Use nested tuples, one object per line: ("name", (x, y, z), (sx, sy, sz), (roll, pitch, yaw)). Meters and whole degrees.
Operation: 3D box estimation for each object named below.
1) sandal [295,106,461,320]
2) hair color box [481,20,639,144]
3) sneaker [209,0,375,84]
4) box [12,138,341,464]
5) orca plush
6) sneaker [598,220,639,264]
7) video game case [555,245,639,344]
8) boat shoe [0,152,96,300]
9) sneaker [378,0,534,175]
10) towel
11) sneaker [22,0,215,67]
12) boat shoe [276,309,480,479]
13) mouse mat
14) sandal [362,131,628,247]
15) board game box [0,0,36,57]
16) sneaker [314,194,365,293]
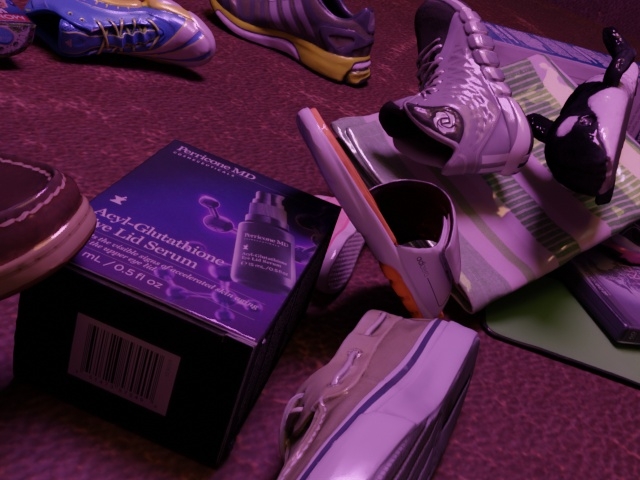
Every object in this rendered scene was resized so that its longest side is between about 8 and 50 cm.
("sandal", (0.070, -0.017, 0.619), (0.265, 0.076, 0.102), (53, 10, -47))
("hair color box", (0.333, -0.177, 1.079), (0.347, 0.174, 0.105), (10, 30, -18))
("sneaker", (-0.039, -0.357, 1.206), (0.300, 0.121, 0.111), (27, 30, 13))
("box", (-0.091, 0.030, 0.553), (0.153, 0.108, 0.207), (22, 30, 5))
("orca plush", (0.259, -0.138, 0.784), (0.102, 0.151, 0.287), (11, 49, 22))
("sneaker", (0.402, -0.021, 0.908), (0.178, 0.077, 0.072), (-11, 40, -45))
("video game case", (0.393, 0.057, 0.870), (0.274, 0.026, 0.196), (9, 29, -21))
("boat shoe", (-0.296, -0.035, 0.423), (0.341, 0.123, 0.123), (4, 34, 13))
("sneaker", (0.111, -0.158, 0.778), (0.132, 0.086, 0.229), (-11, 59, -19))
("towel", (0.201, -0.083, 0.819), (0.324, 0.038, 0.248), (-23, 63, -29))
("sneaker", (-0.258, -0.254, 0.969), (0.240, 0.091, 0.126), (20, 48, -1))
("boat shoe", (0.024, 0.126, 0.492), (0.094, 0.109, 0.302), (13, 17, 20))
("mouse mat", (0.249, 0.079, 0.776), (0.189, 0.007, 0.153), (20, 29, 0))
("sandal", (0.191, -0.083, 0.910), (0.416, 0.102, 0.169), (-19, 60, -30))
("board game box", (-0.423, -0.231, 0.835), (0.194, 0.060, 0.194), (-10, 42, -41))
("sneaker", (0.000, 0.000, 0.722), (0.070, 0.051, 0.134), (10, 36, 15))
